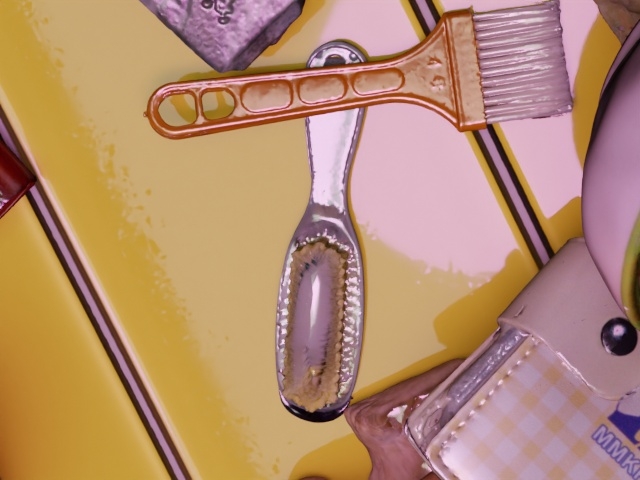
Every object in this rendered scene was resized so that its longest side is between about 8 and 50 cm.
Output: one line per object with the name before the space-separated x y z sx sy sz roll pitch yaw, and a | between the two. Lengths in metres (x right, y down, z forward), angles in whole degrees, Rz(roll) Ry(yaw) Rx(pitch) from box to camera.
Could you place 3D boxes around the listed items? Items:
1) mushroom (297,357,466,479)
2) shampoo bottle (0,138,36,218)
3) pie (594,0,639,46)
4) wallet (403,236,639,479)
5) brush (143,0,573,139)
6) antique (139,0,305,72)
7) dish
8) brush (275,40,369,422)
mushroom | 0.094 0.184 1.367 0.286 0.151 0.156 -27 97 11
shampoo bottle | -0.337 -0.109 1.414 0.102 0.064 0.260 -41 92 15
pie | 0.317 -0.231 1.269 0.306 0.071 0.306 -2 113 -5
wallet | 0.229 0.104 1.307 0.223 0.077 0.309 47 72 -6
brush | 0.025 -0.114 1.368 0.314 0.017 0.090 -8 87 2
antique | -0.095 -0.209 1.340 0.183 0.086 0.088 42 108 -12
dish | 0.269 -0.099 1.184 0.124 0.324 0.324 44 104 29
brush | 0.000 0.000 1.392 0.068 0.060 0.296 5 101 9
